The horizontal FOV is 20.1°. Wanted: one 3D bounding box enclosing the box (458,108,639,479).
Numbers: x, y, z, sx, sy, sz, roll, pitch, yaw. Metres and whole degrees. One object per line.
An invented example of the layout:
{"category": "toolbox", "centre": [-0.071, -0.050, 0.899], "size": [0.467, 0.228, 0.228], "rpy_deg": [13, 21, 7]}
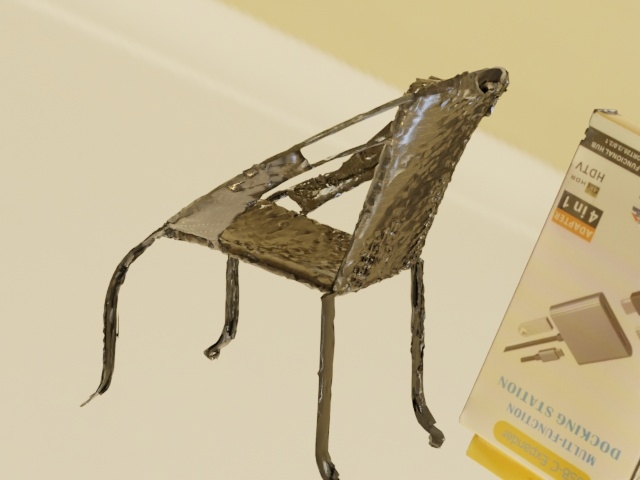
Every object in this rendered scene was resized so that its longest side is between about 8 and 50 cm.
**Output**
{"category": "box", "centre": [0.174, 0.057, 1.102], "size": [0.129, 0.247, 0.033], "rpy_deg": [31, -162, 33]}

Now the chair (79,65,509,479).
{"category": "chair", "centre": [0.000, 0.000, 0.856], "size": [0.149, 0.213, 0.174], "rpy_deg": [24, -161, 23]}
